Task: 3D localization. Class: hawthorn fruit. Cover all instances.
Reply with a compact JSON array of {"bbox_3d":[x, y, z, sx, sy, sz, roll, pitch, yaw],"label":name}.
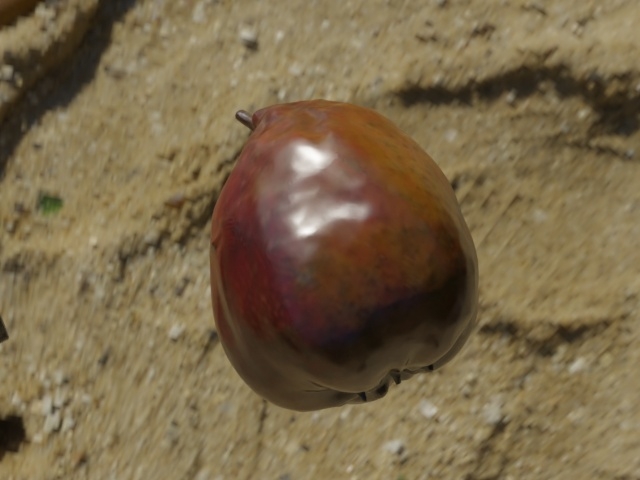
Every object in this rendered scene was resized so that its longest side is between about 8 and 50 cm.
[{"bbox_3d":[0.000,0.000,1.294,0.208,0.208,0.248,-25,75,-21],"label":"hawthorn fruit"}]

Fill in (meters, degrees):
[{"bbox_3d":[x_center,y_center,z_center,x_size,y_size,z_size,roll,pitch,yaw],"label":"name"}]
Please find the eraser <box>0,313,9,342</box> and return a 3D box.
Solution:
[{"bbox_3d":[-0.299,0.043,1.465,0.052,0.122,0.029,-24,41,-13],"label":"eraser"}]
